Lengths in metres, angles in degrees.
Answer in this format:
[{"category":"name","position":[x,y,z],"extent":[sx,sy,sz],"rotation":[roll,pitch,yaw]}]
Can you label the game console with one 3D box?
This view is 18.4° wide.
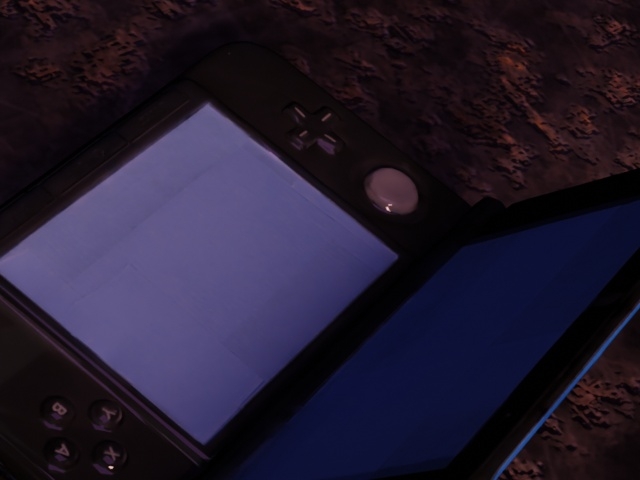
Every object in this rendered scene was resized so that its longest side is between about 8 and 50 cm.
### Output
[{"category":"game console","position":[0.000,0.000,0.850],"extent":[0.250,0.173,0.293],"rotation":[39,45,9]}]
